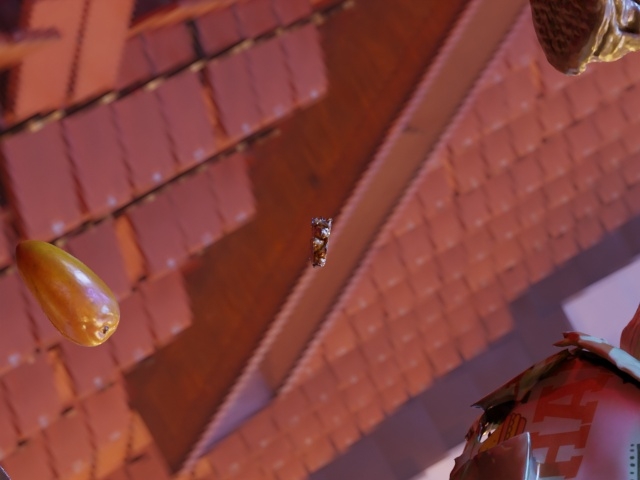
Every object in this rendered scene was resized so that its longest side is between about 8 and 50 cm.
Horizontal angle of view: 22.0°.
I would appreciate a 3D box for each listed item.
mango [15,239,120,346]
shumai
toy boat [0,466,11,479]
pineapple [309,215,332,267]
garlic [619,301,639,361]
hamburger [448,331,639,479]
[{"bbox_3d":[-0.177,0.034,1.133,0.046,0.089,0.060,-47,-177,-12],"label":"mango"},{"bbox_3d":[0.313,-0.283,1.839,0.120,0.201,0.201,-11,180,-14],"label":"shumai"},{"bbox_3d":[-0.442,0.339,2.037,0.220,0.291,0.067,-48,156,-13],"label":"toy boat"},{"bbox_3d":[0.000,0.000,1.513,0.019,0.045,0.083,4,-176,0],"label":"pineapple"},{"bbox_3d":[0.323,0.041,1.387,0.199,0.226,0.199,-28,-152,16],"label":"garlic"},{"bbox_3d":[0.172,0.185,1.159,0.235,0.125,0.214,-54,-147,-5],"label":"hamburger"}]
